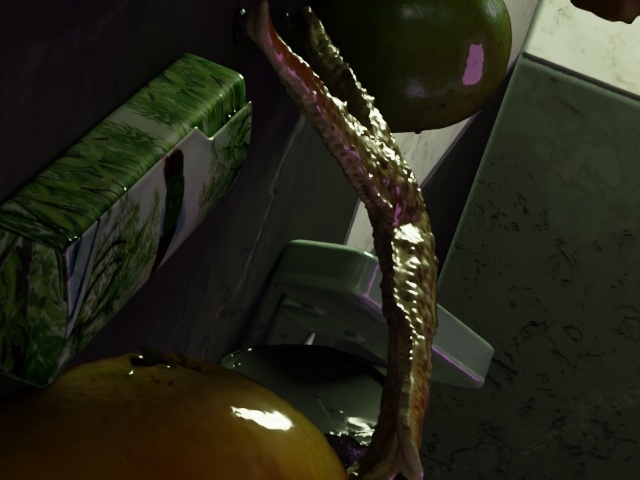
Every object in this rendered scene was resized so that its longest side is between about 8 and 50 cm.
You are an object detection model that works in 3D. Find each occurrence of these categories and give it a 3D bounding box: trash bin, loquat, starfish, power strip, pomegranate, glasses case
[{"bbox_3d":[-0.035,0.269,1.695,0.203,0.252,0.301,-9,121,-39],"label":"trash bin"},{"bbox_3d":[-0.102,0.189,0.973,0.263,0.263,0.263,22,90,-81],"label":"loquat"},{"bbox_3d":[0.012,0.001,1.150,0.384,0.132,0.398,22,65,-82],"label":"starfish"},{"bbox_3d":[0.045,0.079,1.810,0.265,0.193,0.059,36,70,-43],"label":"power strip"},{"bbox_3d":[0.070,-0.185,1.422,0.179,0.179,0.210,-60,148,-42],"label":"pomegranate"},{"bbox_3d":[-0.117,-0.020,1.019,0.272,0.062,0.095,-54,164,-58],"label":"glasses case"}]

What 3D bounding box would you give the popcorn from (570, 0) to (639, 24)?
[{"bbox_3d":[0.049,-0.274,0.821,0.325,0.321,0.290,138,-39,-71],"label":"popcorn"}]
